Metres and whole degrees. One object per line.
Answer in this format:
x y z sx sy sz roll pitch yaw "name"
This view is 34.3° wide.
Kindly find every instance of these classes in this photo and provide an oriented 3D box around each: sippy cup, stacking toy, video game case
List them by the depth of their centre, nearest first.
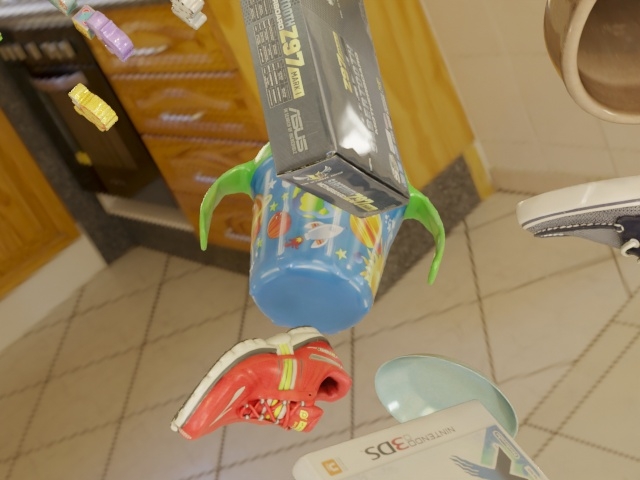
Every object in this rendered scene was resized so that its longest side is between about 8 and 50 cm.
-0.249 -0.237 1.075 0.167 0.221 0.052 -50 -11 -13 "stacking toy"
0.173 0.326 1.114 0.300 0.036 0.329 -8 46 -42 "video game case"
0.000 0.000 1.443 0.305 0.240 0.224 -15 46 28 "sippy cup"

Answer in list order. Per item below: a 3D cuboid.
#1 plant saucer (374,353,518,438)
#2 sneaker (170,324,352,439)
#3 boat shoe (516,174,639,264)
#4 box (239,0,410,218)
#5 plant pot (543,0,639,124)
0.166 0.200 1.341 0.195 0.195 0.037 -4 41 38 "plant saucer"
-0.054 0.180 1.217 0.279 0.118 0.107 -18 -31 -51 "sneaker"
0.398 0.003 1.202 0.341 0.158 0.127 -8 -4 31 "boat shoe"
0.001 -0.148 0.902 0.059 0.183 0.232 -19 73 21 "box"
0.300 -0.277 0.970 0.263 0.263 0.229 -25 53 4 "plant pot"
